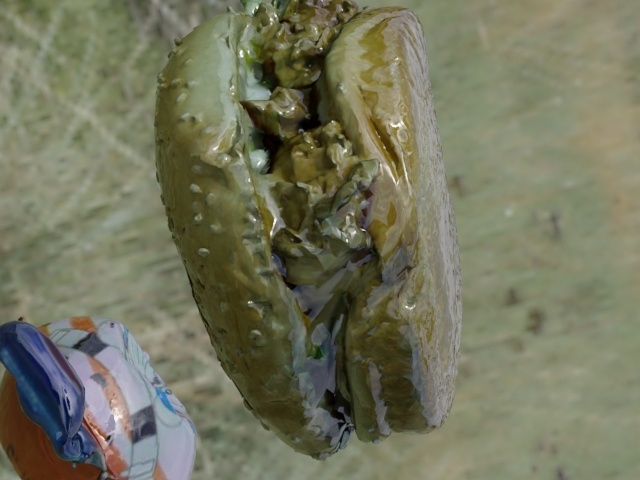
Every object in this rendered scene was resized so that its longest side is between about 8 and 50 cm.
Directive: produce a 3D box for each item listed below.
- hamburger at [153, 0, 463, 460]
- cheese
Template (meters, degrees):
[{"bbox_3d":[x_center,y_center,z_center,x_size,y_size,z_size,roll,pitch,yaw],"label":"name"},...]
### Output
[{"bbox_3d":[0.000,0.000,0.854,0.215,0.122,0.189,74,9,-45],"label":"hamburger"},{"bbox_3d":[-0.178,0.138,1.452,0.217,0.129,0.329,53,-3,15],"label":"cheese"}]
